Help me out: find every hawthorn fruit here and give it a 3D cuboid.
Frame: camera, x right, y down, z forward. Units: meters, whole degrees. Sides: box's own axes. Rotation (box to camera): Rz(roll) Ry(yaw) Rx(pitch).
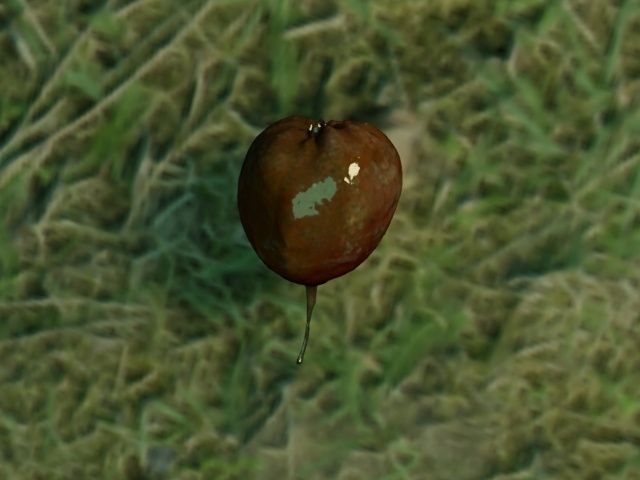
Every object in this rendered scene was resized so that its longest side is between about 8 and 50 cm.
[{"bbox_3d":[0.000,0.000,0.495,0.067,0.067,0.103,2,111,9],"label":"hawthorn fruit"}]
